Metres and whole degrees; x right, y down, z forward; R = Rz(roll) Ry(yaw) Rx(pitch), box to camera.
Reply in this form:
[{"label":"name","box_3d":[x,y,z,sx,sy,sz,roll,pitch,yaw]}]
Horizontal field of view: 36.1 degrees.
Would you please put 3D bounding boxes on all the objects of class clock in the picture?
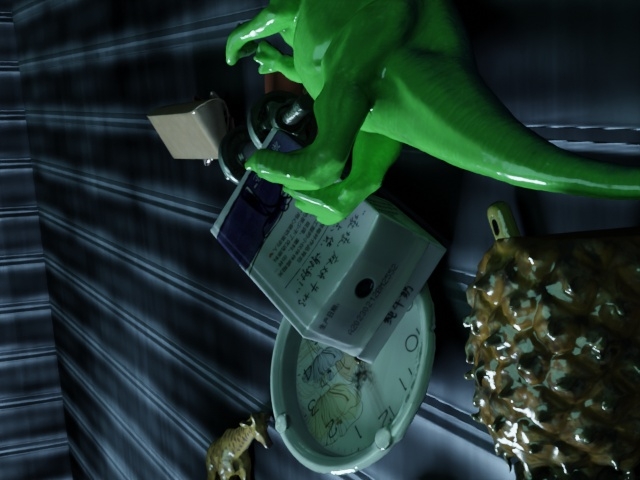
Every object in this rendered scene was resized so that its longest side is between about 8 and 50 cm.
[{"label":"clock","box_3d":[0.039,0.115,0.974,0.236,0.053,0.237,-23,57,43]}]

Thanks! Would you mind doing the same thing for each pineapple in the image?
[{"label":"pineapple","box_3d":[0.181,0.172,0.630,0.165,0.165,0.365,-2,95,64]}]

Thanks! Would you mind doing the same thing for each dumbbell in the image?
[{"label":"dumbbell","box_3d":[-0.064,-0.113,1.123,0.254,0.081,0.082,-31,70,62]}]

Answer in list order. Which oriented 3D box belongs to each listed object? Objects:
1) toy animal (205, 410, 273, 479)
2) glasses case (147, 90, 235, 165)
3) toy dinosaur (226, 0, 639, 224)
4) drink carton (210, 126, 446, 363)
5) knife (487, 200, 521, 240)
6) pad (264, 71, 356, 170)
[{"label":"toy animal","box_3d":[-0.119,0.324,1.423,0.149,0.054,0.276,50,140,44]},{"label":"glasses case","box_3d":[-0.157,-0.151,1.353,0.102,0.070,0.193,59,158,-19]},{"label":"toy dinosaur","box_3d":[0.107,-0.186,0.796,0.499,0.144,0.375,0,65,36]},{"label":"drink carton","box_3d":[0.001,-0.001,0.950,0.134,0.102,0.222,-56,38,8]},{"label":"knife","box_3d":[0.183,0.111,0.771,0.047,0.017,0.298,-40,66,63]},{"label":"pad","box_3d":[-0.007,-0.111,1.106,0.267,0.004,0.181,24,120,60]}]
